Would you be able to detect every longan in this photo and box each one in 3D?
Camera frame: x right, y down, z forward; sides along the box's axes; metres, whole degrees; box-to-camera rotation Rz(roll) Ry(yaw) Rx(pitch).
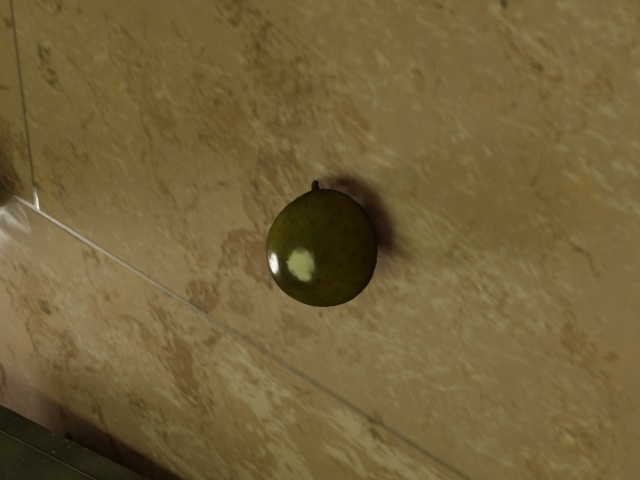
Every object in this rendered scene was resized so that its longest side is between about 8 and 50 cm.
[{"bbox_3d":[0.000,0.000,1.197,0.075,0.075,0.083,117,153,-52],"label":"longan"}]

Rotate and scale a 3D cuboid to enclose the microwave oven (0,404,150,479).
[{"bbox_3d":[-0.231,0.355,1.505,0.432,0.374,0.236,22,134,31],"label":"microwave oven"}]
